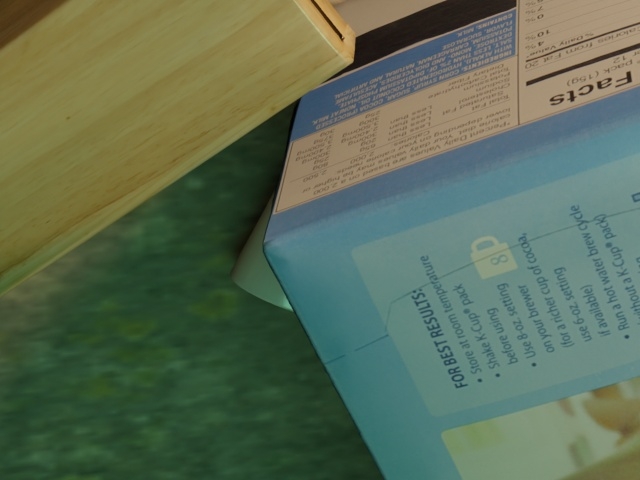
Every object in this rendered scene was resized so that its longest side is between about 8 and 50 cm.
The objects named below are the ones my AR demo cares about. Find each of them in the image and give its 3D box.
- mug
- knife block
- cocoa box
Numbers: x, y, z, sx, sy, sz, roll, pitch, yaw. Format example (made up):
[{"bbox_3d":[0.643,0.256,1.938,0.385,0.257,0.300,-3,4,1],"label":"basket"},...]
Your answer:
[{"bbox_3d":[-0.004,-0.001,0.859,0.062,0.078,0.064,22,99,14],"label":"mug"},{"bbox_3d":[-0.144,-0.029,0.715,0.088,0.276,0.242,48,67,-25],"label":"knife block"},{"bbox_3d":[0.154,0.049,0.782,0.231,0.228,0.347,-19,117,17],"label":"cocoa box"}]
